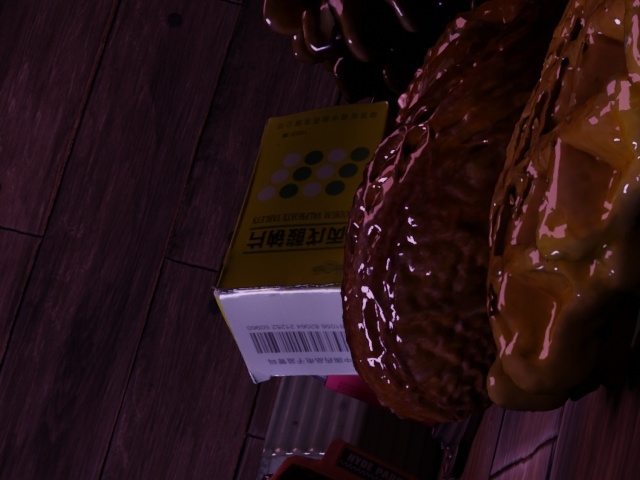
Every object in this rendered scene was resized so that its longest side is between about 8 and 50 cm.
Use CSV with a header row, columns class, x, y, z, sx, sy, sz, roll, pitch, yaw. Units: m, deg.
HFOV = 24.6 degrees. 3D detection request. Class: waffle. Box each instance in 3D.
class,x,y,z,sx,sy,sz,roll,pitch,yaw
waffle,0.182,-0.105,0.869,0.379,0.095,0.382,-68,-4,-60

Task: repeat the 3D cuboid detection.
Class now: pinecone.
class,x,y,z,sx,sy,sz,roll,pitch,yaw
pinecone,0.129,-0.331,1.512,0.398,0.398,0.397,15,-90,-89

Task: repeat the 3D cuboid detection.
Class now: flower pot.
class,x,y,z,sx,sy,sz,roll,pitch,yaw
flower pot,0.042,0.243,1.843,0.209,0.239,0.189,-30,35,44

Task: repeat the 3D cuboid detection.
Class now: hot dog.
class,x,y,z,sx,sy,sz,roll,pitch,yaw
hot dog,0.119,-0.028,1.253,0.267,0.174,0.387,-55,-19,-62

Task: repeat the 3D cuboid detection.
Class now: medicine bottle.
class,x,y,z,sx,sy,sz,roll,pitch,yaw
medicine bottle,0.000,0.000,1.408,0.141,0.137,0.250,71,-156,-45

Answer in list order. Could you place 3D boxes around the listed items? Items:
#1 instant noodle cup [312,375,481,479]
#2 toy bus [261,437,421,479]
class,x,y,z,sx,sy,sz,roll,pitch,yaw
instant noodle cup,0.093,0.083,1.555,0.258,0.181,0.302,105,180,-64
toy bus,-0.027,0.410,1.491,0.233,0.203,0.427,-58,-8,-47
